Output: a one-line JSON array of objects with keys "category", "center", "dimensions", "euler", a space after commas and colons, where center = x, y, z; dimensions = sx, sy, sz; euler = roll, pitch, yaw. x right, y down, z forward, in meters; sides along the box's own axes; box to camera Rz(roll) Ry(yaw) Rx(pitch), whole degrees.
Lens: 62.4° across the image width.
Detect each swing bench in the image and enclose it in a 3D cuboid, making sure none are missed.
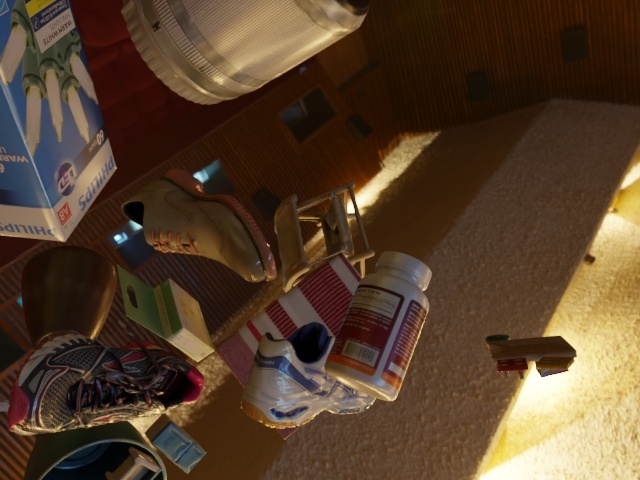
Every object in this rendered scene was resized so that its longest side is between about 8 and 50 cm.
[{"category": "swing bench", "center": [0.000, 0.000, 1.468], "dimensions": [0.254, 0.165, 0.253], "euler": [-11, -125, -2]}]

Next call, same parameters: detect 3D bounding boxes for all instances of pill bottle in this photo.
[{"category": "pill bottle", "center": [0.070, 0.093, 0.595], "dimensions": [0.086, 0.086, 0.152], "euler": [8, -116, 42]}]

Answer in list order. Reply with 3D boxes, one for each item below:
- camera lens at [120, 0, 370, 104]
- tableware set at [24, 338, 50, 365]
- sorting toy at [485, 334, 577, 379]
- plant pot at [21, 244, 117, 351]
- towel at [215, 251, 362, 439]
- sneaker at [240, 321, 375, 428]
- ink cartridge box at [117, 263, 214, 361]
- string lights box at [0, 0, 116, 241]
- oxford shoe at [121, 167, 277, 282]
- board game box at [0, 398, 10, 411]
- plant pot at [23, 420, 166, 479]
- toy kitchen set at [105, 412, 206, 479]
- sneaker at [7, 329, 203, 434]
[{"category": "camera lens", "center": [-0.089, -0.325, 0.685], "dimensions": [0.274, 0.219, 0.219], "euler": [-20, -154, 32]}, {"category": "tableware set", "center": [-0.462, 0.259, 0.954], "dimensions": [0.020, 0.169, 0.141], "euler": [-35, -154, 1]}, {"category": "sorting toy", "center": [0.366, 0.207, 0.918], "dimensions": [0.132, 0.046, 0.274], "euler": [-9, 178, 14]}, {"category": "plant pot", "center": [-0.586, 0.164, 1.222], "dimensions": [0.215, 0.215, 0.230], "euler": [-23, -140, -3]}, {"category": "towel", "center": [-0.017, 0.213, 1.085], "dimensions": [0.329, 0.237, 0.037], "euler": [-37, 179, -1]}, {"category": "sneaker", "center": [0.011, 0.192, 0.814], "dimensions": [0.111, 0.131, 0.296], "euler": [15, -175, 35]}, {"category": "ink cartridge box", "center": [-0.343, 0.151, 1.181], "dimensions": [0.056, 0.235, 0.171], "euler": [-35, -135, 1]}, {"category": "string lights box", "center": [-0.273, -0.140, 0.477], "dimensions": [0.076, 0.260, 0.133], "euler": [5, -138, 4]}, {"category": "oxford shoe", "center": [-0.224, -0.008, 0.942], "dimensions": [0.146, 0.140, 0.397], "euler": [-31, -143, -27]}, {"category": "board game box", "center": [-0.653, 0.313, 1.008], "dimensions": [0.090, 0.090, 0.020], "euler": [-5, -105, 35]}, {"category": "plant pot", "center": [-0.506, 0.491, 1.151], "dimensions": [0.271, 0.272, 0.255], "euler": [-34, -151, -21]}, {"category": "toy kitchen set", "center": [-0.297, 0.462, 0.964], "dimensions": [0.207, 0.122, 0.166], "euler": [-46, -145, -19]}, {"category": "sneaker", "center": [-0.276, 0.191, 0.717], "dimensions": [0.112, 0.121, 0.299], "euler": [12, 180, 23]}]
